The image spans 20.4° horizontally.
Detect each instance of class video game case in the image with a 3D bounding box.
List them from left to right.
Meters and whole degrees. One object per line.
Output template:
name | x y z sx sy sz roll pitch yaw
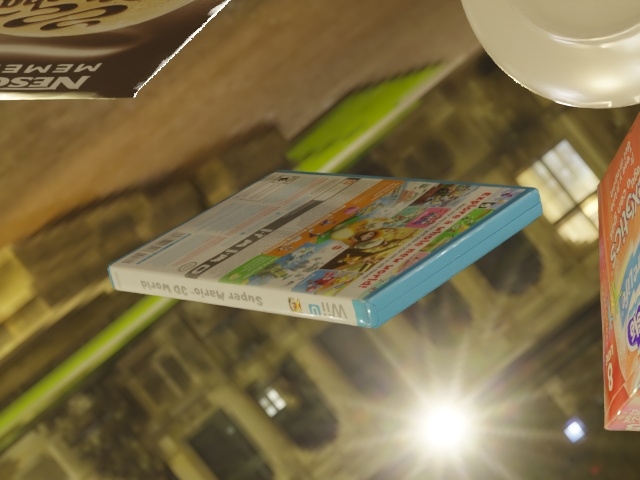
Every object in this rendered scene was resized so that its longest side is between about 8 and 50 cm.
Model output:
video game case | 0.000 0.000 0.803 0.166 0.015 0.119 6 -152 44

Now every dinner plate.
dinner plate | 0.107 -0.121 0.675 0.141 0.141 0.017 -39 158 28

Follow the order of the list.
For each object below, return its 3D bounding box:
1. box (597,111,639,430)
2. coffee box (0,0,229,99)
box | 0.304 0.020 0.913 0.300 0.154 0.142 4 156 -5
coffee box | -0.114 -0.161 0.766 0.168 0.119 0.297 -4 167 -27
